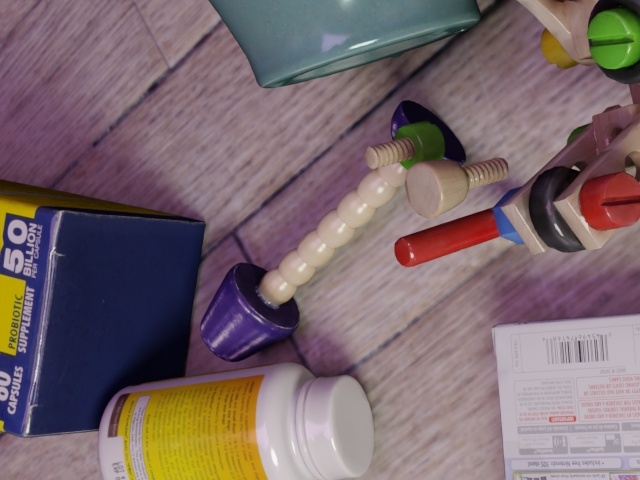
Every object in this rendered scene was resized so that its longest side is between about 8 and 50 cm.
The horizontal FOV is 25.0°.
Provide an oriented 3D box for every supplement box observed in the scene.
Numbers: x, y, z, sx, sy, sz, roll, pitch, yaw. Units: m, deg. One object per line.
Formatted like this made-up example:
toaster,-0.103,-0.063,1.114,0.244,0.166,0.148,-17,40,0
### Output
supplement box,-0.313,0.044,1.342,0.357,0.195,0.194,11,94,35

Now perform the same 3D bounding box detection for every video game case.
video game case,0.260,0.171,1.017,0.270,0.061,0.244,-7,82,35

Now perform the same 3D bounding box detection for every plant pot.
plant pot,0.001,-0.260,1.111,0.272,0.272,0.255,-14,93,34

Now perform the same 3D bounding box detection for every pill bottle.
pill bottle,-0.069,0.166,1.203,0.215,0.117,0.117,-10,82,25

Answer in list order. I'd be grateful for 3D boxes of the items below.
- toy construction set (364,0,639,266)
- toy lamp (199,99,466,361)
toy construction set,0.194,-0.111,1.011,0.257,0.237,0.309,58,143,21
toy lamp,0.000,0.000,1.198,0.274,0.080,0.080,-46,64,23
